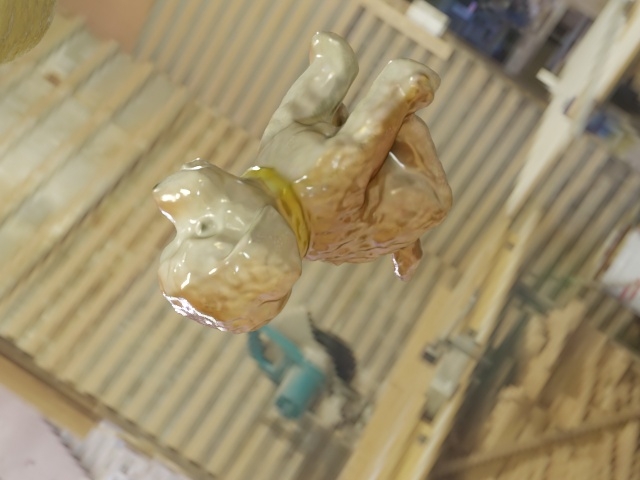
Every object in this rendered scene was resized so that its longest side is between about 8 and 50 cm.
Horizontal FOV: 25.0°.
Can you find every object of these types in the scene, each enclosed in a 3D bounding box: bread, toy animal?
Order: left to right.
[{"bbox_3d":[-0.251,-0.195,1.125,0.178,0.060,0.139,-63,-10,-67],"label":"bread"},{"bbox_3d":[-0.008,0.007,0.824,0.185,0.104,0.184,-50,-40,-35],"label":"toy animal"}]
